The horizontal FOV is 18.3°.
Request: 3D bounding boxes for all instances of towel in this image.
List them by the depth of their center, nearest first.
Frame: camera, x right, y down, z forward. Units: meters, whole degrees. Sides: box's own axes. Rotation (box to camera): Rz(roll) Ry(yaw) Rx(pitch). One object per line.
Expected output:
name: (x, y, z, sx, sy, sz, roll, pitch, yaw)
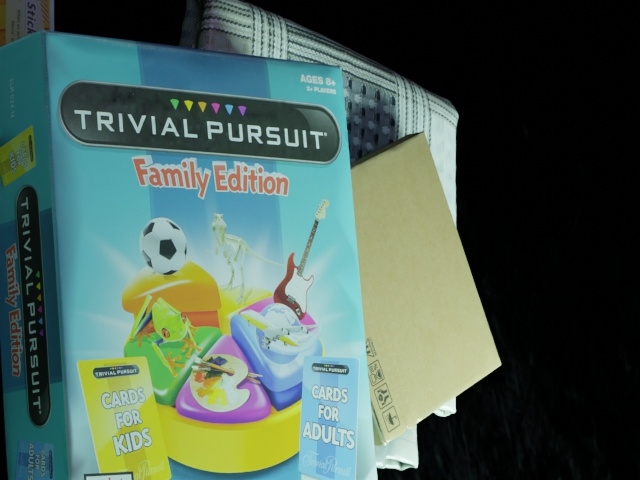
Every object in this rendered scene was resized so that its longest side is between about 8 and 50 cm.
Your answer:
towel: (0.000, 0.000, 1.509, 0.312, 0.056, 0.324, 21, 68, -47)

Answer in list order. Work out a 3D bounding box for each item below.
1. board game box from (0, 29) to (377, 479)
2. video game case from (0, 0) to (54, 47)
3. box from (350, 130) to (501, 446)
board game box: (-0.089, 0.042, 1.326, 0.253, 0.079, 0.336, 2, 79, -41)
video game case: (-0.256, -0.129, 1.299, 0.206, 0.026, 0.227, 21, 58, -46)
box: (0.059, 0.034, 1.523, 0.164, 0.021, 0.201, -28, 102, -47)
